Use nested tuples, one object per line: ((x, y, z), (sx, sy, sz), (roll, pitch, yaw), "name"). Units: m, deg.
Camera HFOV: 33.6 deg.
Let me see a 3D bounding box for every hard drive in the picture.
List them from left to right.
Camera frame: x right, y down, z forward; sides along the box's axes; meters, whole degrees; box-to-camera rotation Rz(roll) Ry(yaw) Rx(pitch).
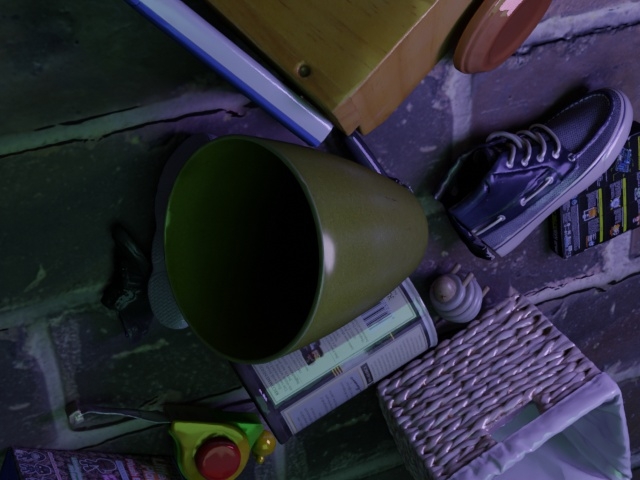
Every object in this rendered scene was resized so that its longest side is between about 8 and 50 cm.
((-0.144, -0.240, 1.260), (0.319, 0.210, 0.040), (35, 96, -37), "hard drive")

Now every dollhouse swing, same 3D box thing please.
((0.059, -0.341, 1.356), (0.315, 0.305, 0.347), (42, 92, -7), "dollhouse swing")

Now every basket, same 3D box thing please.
((0.300, 0.323, 1.750), (0.328, 0.266, 0.331), (-32, 140, -8), "basket")

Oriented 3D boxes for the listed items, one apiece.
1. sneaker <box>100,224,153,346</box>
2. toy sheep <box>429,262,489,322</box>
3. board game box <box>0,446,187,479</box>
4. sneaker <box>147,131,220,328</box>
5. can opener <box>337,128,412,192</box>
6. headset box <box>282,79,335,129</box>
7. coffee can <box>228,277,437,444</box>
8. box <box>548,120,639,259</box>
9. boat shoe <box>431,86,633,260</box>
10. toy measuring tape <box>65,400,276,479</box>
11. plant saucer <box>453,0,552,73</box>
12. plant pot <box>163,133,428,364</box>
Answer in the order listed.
((-0.270, 0.064, 1.472), (0.089, 0.051, 0.170), (-34, 130, -10), "sneaker")
((0.225, 0.092, 1.727), (0.091, 0.091, 0.132), (-49, 134, 5), "toy sheep")
((-0.348, 0.452, 1.599), (0.291, 0.141, 0.232), (12, 111, -32), "board game box")
((-0.149, -0.012, 1.468), (0.153, 0.101, 0.268), (3, 99, -53), "sneaker")
((0.079, -0.096, 1.556), (0.073, 0.059, 0.186), (-37, 128, -3), "can opener")
((-0.023, -0.183, 1.450), (0.083, 0.062, 0.032), (36, 97, -38), "headset box")
((0.005, 0.143, 1.566), (0.275, 0.201, 0.201), (-31, 127, -9), "coffee can")
((0.468, -0.083, 1.777), (0.184, 0.045, 0.190), (-24, 125, -16), "box")
((0.324, -0.126, 1.620), (0.340, 0.127, 0.158), (-48, 135, 6), "boat shoe")
((-0.226, 0.312, 1.607), (0.330, 0.121, 0.121), (8, 113, -22), "toy measuring tape")
((0.264, -0.308, 1.474), (0.200, 0.037, 0.200), (-42, 164, -15), "plant saucer")
((0.000, 0.000, 1.356), (0.294, 0.275, 0.274), (-7, 122, -47), "plant pot")
